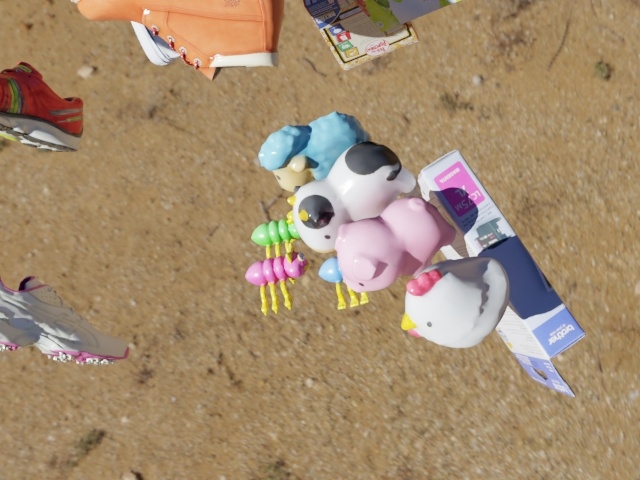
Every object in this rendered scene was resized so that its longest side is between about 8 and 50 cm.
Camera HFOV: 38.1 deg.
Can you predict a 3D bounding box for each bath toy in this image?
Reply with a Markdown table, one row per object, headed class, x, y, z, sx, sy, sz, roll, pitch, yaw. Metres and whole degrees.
| class | x | y | z | sx | sy | sz | roll | pitch | yaw |
| --- | --- | --- | --- | --- | --- | --- | --- | --- | --- |
| bath toy | 0.063 | -0.010 | 1.045 | 0.151 | 0.129 | 0.348 | -54 | 50 | 17 |

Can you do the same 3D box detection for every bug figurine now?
| class | x | y | z | sx | sy | sz | roll | pitch | yaw |
| --- | --- | --- | --- | --- | --- | --- | --- | --- | --- |
| bug figurine | 0.000 | 0.000 | 1.300 | 0.216 | 0.072 | 0.279 | -18 | 28 | 11 |

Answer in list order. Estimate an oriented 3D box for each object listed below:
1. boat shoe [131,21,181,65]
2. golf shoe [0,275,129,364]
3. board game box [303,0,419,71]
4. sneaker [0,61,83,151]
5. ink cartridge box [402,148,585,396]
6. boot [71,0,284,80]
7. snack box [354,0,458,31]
| class | x | y | z | sx | sy | sz | roll | pitch | yaw |
| --- | --- | --- | --- | --- | --- | --- | --- | --- | --- |
| boat shoe | -0.238 | -0.352 | 1.263 | 0.075 | 0.226 | 0.083 | -15 | 31 | 24 |
| golf shoe | -0.469 | 0.139 | 1.622 | 0.115 | 0.306 | 0.140 | -13 | 65 | 51 |
| board game box | 0.070 | -0.378 | 1.557 | 0.146 | 0.193 | 0.045 | -20 | 61 | 12 |
| sneaker | -0.483 | -0.222 | 1.416 | 0.107 | 0.279 | 0.118 | 2 | 78 | 39 |
| ink cartridge box | 0.219 | 0.041 | 1.145 | 0.065 | 0.186 | 0.311 | -32 | 88 | -4 |
| boot | -0.101 | -0.154 | 0.655 | 0.157 | 0.059 | 0.085 | 1 | 105 | 13 |
| snack box | 0.103 | -0.394 | 1.285 | 0.207 | 0.174 | 0.070 | -7 | 45 | 58 |
